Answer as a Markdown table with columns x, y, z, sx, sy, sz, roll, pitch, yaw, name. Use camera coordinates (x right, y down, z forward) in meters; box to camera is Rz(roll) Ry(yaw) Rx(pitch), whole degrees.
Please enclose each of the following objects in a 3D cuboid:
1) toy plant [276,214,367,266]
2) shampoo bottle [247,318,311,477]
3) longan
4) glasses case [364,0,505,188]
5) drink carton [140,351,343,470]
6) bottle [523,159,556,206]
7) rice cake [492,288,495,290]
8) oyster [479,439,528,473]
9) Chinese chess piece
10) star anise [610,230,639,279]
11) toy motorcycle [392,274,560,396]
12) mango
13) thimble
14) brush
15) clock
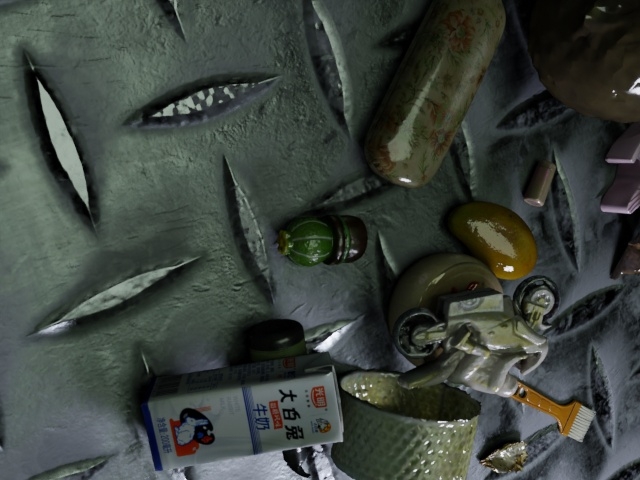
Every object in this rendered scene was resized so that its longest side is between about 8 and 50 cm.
| x | y | z | sx | sy | sz | roll | pitch | yaw | name |
| --- | --- | --- | --- | --- | --- | --- | --- | --- | --- |
| 0.000 | 0.000 | 1.347 | 0.162 | 0.093 | 0.093 | -4 | 100 | -26 | toy plant |
| -0.062 | 0.288 | 1.347 | 0.101 | 0.101 | 0.284 | -15 | 105 | -27 | shampoo bottle |
| 0.609 | -0.425 | 1.459 | 0.391 | 0.391 | 0.391 | -5 | 100 | -29 | longan |
| 0.221 | -0.300 | 1.420 | 0.156 | 0.098 | 0.425 | 30 | 83 | -27 | glasses case |
| -0.124 | 0.279 | 1.239 | 0.315 | 0.106 | 0.131 | -9 | 105 | -1 | drink carton |
| 0.479 | -0.125 | 1.625 | 0.045 | 0.045 | 0.096 | 26 | 82 | -30 | bottle |
| 0.332 | 0.192 | 1.481 | 0.047 | 0.036 | 0.207 | -12 | 108 | -23 | rice cake |
| 0.420 | 0.486 | 1.694 | 0.132 | 0.029 | 0.086 | 23 | 80 | -27 | oyster |
| 0.255 | 0.147 | 1.507 | 0.249 | 0.103 | 0.250 | -6 | 103 | -28 | Chinese chess piece |
| 0.836 | -0.004 | 1.758 | 0.292 | 0.109 | 0.349 | -8 | 142 | -13 | star anise |
| 0.302 | 0.197 | 1.405 | 0.340 | 0.108 | 0.223 | -11 | 101 | -11 | toy motorcycle |
| 0.362 | -0.005 | 1.551 | 0.227 | 0.099 | 0.136 | 33 | 82 | -20 | mango |
| 0.151 | 0.349 | 1.387 | 0.271 | 0.271 | 0.150 | 5 | 97 | -30 | thimble |
| 0.539 | 0.391 | 1.755 | 0.314 | 0.017 | 0.090 | 29 | 83 | -29 | brush |
| 0.792 | -0.144 | 1.780 | 0.290 | 0.080 | 0.275 | -39 | 114 | -19 | clock |
